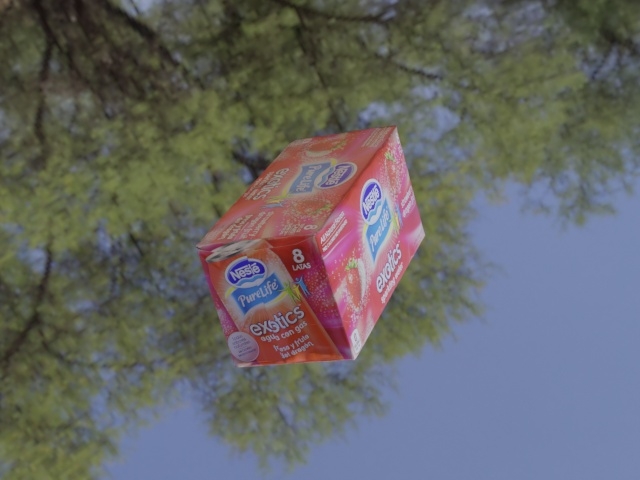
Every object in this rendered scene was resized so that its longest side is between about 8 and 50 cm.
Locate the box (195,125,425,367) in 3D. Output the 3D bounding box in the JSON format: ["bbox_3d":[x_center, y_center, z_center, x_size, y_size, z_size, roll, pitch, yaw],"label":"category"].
[{"bbox_3d":[0.000,0.000,1.129,0.122,0.128,0.257,-7,-157,24],"label":"box"}]
